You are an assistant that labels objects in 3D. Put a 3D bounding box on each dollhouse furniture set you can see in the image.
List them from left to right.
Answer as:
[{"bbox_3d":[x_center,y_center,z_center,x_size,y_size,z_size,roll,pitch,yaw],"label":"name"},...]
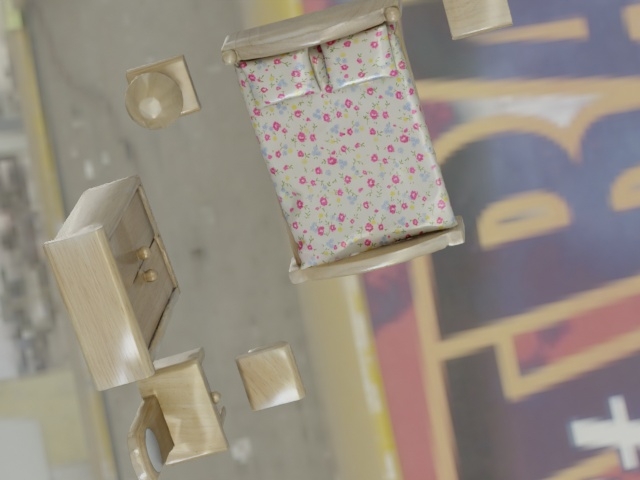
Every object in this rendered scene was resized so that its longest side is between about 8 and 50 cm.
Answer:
[{"bbox_3d":[0.000,0.000,1.408,0.174,0.355,0.303,-78,-28,-72],"label":"dollhouse furniture set"}]
